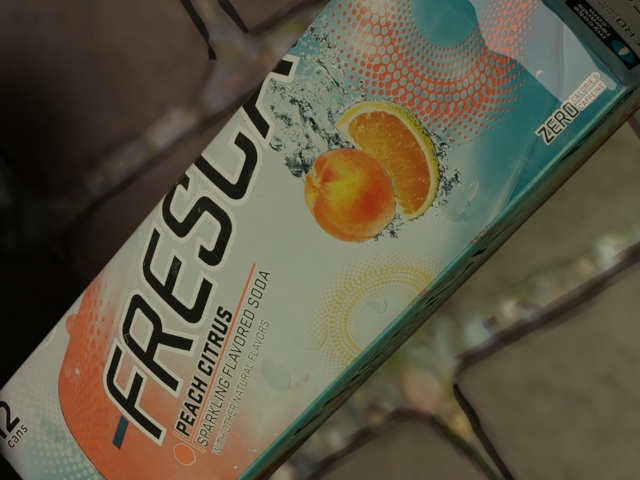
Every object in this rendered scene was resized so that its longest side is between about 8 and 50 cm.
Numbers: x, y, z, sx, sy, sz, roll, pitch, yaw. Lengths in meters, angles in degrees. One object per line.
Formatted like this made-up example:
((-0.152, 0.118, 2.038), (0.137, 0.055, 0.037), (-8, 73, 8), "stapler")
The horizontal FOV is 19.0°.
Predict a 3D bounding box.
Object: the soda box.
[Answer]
((0.000, 0.000, 0.436), (0.058, 0.063, 0.183), (47, 120, 8), "soda box")
